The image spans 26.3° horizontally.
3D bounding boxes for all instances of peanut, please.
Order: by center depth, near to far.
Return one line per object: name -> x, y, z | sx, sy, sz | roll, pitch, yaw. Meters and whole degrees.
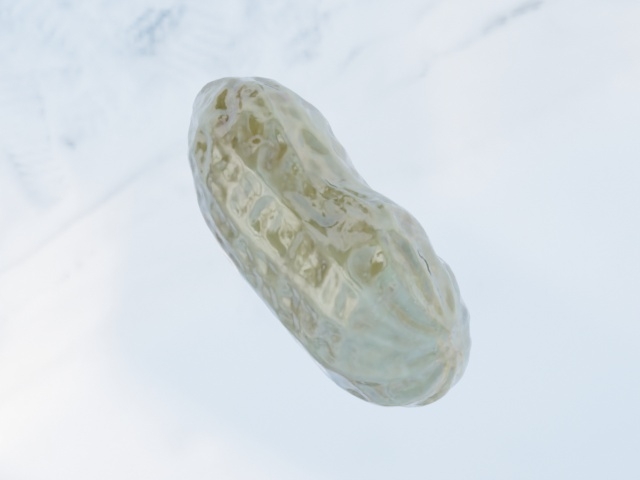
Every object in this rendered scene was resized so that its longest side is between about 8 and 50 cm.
peanut -> 0.000, 0.000, 0.671 | 0.083, 0.194, 0.093 | -38, 177, -7
